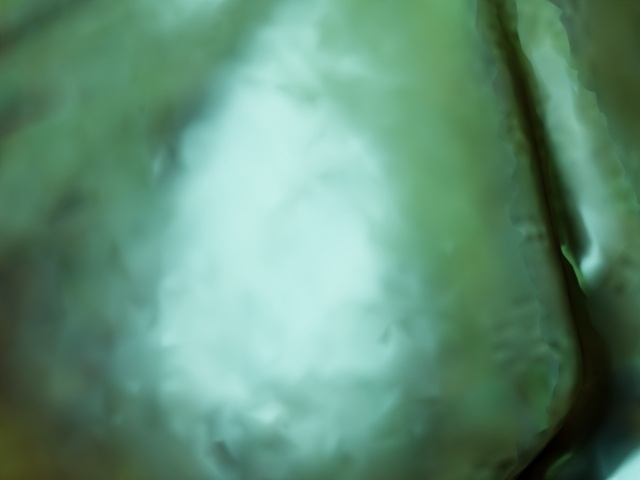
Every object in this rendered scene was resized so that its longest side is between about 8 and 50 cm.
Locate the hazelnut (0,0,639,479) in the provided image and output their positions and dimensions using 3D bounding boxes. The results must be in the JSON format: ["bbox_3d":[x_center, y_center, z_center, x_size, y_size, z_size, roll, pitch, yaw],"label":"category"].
[{"bbox_3d":[0.000,0.000,0.633,0.359,0.359,0.409,-36,58,-4],"label":"hazelnut"}]
